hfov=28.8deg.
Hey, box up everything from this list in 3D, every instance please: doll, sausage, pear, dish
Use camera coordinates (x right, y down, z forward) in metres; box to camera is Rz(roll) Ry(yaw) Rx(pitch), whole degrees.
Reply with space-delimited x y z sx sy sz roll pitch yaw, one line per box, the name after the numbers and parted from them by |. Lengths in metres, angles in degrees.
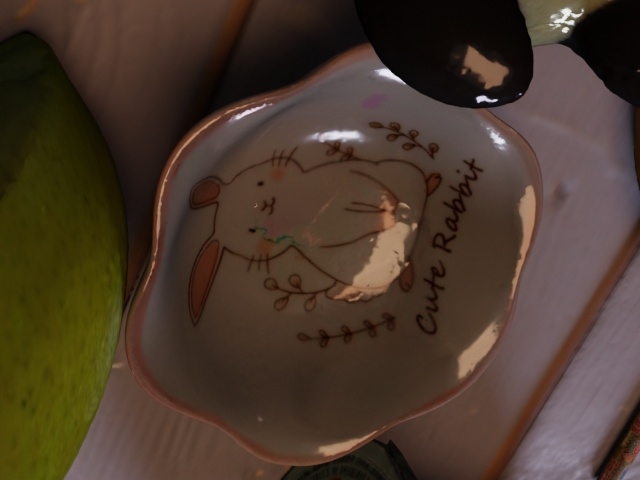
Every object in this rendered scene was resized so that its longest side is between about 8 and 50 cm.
0.116 -0.137 0.542 0.234 0.135 0.143 2 110 -4 | doll
0.207 0.135 0.829 0.015 0.015 0.100 12 118 -21 | sausage
-0.233 0.095 0.517 0.342 0.318 0.238 -20 120 1 | pear
0.000 0.000 0.639 0.229 0.081 0.229 -11 119 -21 | dish

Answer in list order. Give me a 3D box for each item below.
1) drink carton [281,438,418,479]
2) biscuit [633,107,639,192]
0.063 0.245 0.766 0.190 0.185 0.191 28 109 -31 | drink carton
0.349 -0.092 0.694 0.365 0.062 0.385 -19 125 -3 | biscuit
